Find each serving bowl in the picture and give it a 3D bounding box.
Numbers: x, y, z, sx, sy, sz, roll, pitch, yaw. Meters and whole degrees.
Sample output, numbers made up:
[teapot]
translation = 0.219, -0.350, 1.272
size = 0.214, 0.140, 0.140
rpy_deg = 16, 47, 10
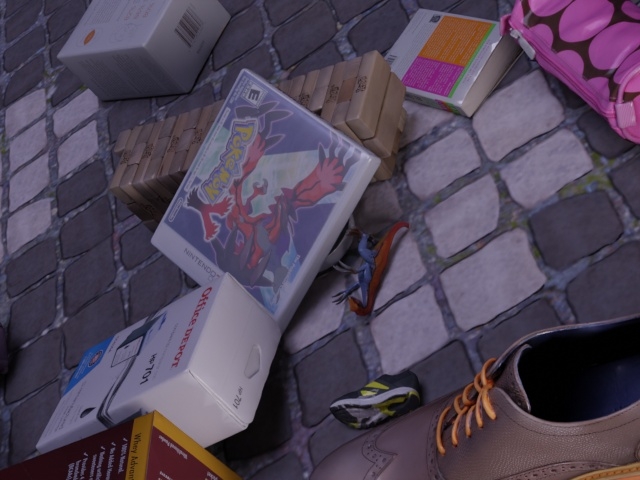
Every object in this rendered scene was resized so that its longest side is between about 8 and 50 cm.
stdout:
[serving bowl]
translation = 0.000, 0.000, 1.206
size = 0.083, 0.027, 0.083
rpy_deg = -23, 43, 23

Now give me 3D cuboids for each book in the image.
[book]
translation = 0.122, -0.179, 1.263
size = 0.096, 0.035, 0.144
rpy_deg = -54, 39, -8

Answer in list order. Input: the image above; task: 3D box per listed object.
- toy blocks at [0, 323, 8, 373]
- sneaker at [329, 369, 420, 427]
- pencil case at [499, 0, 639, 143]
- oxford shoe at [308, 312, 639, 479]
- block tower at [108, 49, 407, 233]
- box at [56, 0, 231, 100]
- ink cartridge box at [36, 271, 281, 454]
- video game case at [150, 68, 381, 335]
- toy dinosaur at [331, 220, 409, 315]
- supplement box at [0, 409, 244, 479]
[toy blocks]
translation = -0.464, 0.233, 1.290
size = 0.288, 0.309, 0.260
rpy_deg = -45, 70, 17
[sneaker]
translation = 0.047, 0.131, 1.048
size = 0.083, 0.031, 0.035
rpy_deg = -14, 33, 26
[pencil case]
translation = 0.242, -0.160, 1.094
size = 0.098, 0.095, 0.209
rpy_deg = -13, 34, -16
[oxford shoe]
translation = 0.128, 0.125, 0.893
size = 0.364, 0.133, 0.130
rpy_deg = -24, 43, 24
[block tower]
translation = -0.069, -0.091, 1.300
size = 0.336, 0.091, 0.097
rpy_deg = -12, 47, 34
[box]
translation = -0.221, -0.255, 1.584
size = 0.171, 0.091, 0.130
rpy_deg = 2, 57, 42
[ink cartridge box]
translation = -0.142, 0.131, 1.129
size = 0.191, 0.082, 0.139
rpy_deg = -30, 24, 29
[video game case]
translation = -0.058, -0.035, 1.196
size = 0.183, 0.023, 0.201
rpy_deg = 37, 104, 33
[toy dinosaur]
translation = 0.043, 0.026, 1.137
size = 0.090, 0.047, 0.082
rpy_deg = -22, 61, 10
[supplement box]
translation = -0.180, 0.274, 1.030
size = 0.194, 0.129, 0.191
rpy_deg = -23, 42, 24
